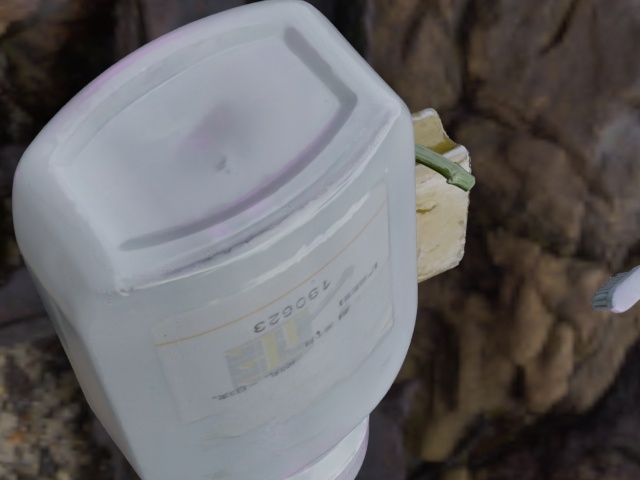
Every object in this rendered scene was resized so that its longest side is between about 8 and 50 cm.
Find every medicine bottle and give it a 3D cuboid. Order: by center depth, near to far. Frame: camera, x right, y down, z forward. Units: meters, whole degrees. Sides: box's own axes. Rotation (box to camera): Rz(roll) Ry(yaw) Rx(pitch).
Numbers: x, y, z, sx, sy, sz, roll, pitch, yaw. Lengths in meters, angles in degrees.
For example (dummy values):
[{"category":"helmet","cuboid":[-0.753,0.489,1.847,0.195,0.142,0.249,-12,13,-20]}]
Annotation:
[{"category":"medicine bottle","cuboid":[-0.034,0.030,0.738,0.161,0.111,0.296,-33,152,-13]}]

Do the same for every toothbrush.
[{"category":"toothbrush","cuboid":[0.158,-0.014,0.646,0.167,0.014,0.011,-35,105,-37]}]

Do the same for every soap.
[{"category":"soap","cuboid":[0.000,0.000,1.408,0.257,0.080,0.160,-23,142,-17]}]

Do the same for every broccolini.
[{"category":"broccolini","cuboid":[0.010,-0.067,1.108,0.052,0.194,0.054,86,22,-57]}]
